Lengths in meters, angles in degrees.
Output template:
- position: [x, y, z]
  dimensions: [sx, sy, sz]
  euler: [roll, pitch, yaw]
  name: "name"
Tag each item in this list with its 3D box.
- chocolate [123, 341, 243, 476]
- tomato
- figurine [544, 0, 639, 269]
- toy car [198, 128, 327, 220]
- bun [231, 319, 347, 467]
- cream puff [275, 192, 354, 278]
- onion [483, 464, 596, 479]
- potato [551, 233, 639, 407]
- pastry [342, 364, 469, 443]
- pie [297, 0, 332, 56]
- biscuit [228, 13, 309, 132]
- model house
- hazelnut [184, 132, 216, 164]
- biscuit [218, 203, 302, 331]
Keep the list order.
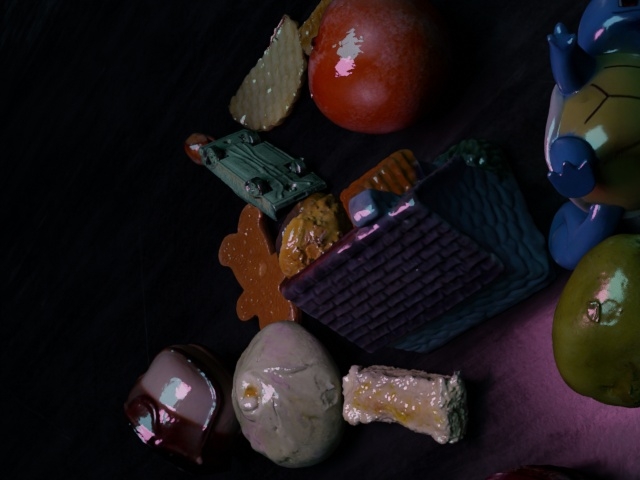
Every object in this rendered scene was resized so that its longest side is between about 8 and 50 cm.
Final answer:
- position: [-0.256, 0.336, 1.721]
  dimensions: [0.186, 0.283, 0.283]
  euler: [-51, 50, 11]
  name: "chocolate"
- position: [0.111, -0.316, 1.424]
  dimensions: [0.264, 0.264, 0.265]
  euler: [-9, 77, 46]
  name: "tomato"
- position: [0.420, -0.147, 1.116]
  dimensions: [0.243, 0.297, 0.417]
  euler: [-68, -10, -81]
  name: "figurine"
- position: [-0.133, -0.139, 1.740]
  dimensions: [0.320, 0.141, 0.097]
  euler: [36, 144, 43]
  name: "toy car"
- position: [-0.085, 0.305, 1.560]
  dimensions: [0.283, 0.179, 0.283]
  euler: [17, 111, 51]
  name: "bun"
- position: [0.000, 0.000, 1.548]
  dimensions: [0.129, 0.189, 0.189]
  euler: [22, 101, 20]
  name: "cream puff"
- position: [0.288, 0.485, 1.114]
  dimensions: [0.281, 0.260, 0.337]
  euler: [25, 101, 41]
  name: "onion"
- position: [0.409, 0.114, 1.095]
  dimensions: [0.186, 0.148, 0.253]
  euler: [15, 118, 39]
  name: "potato"
- position: [0.145, 0.279, 1.411]
  dimensions: [0.258, 0.089, 0.122]
  euler: [-5, 76, 48]
  name: "pastry"
- position: [0.069, -0.467, 1.621]
  dimensions: [0.282, 0.068, 0.129]
  euler: [-36, 60, 37]
  name: "pie"
- position: [-0.101, -0.345, 1.808]
  dimensions: [0.273, 0.036, 0.187]
  euler: [-50, 51, 29]
  name: "biscuit"
- position: [0.109, 0.005, 1.315]
  dimensions: [0.360, 0.339, 0.298]
  euler: [-36, 61, 38]
  name: "model house"
- position: [-0.287, -0.221, 1.965]
  dimensions: [0.086, 0.086, 0.087]
  euler: [-9, 77, 46]
  name: "hazelnut"
- position: [-0.120, 0.086, 1.754]
  dimensions: [0.205, 0.049, 0.324]
  euler: [-53, 50, 29]
  name: "biscuit"
